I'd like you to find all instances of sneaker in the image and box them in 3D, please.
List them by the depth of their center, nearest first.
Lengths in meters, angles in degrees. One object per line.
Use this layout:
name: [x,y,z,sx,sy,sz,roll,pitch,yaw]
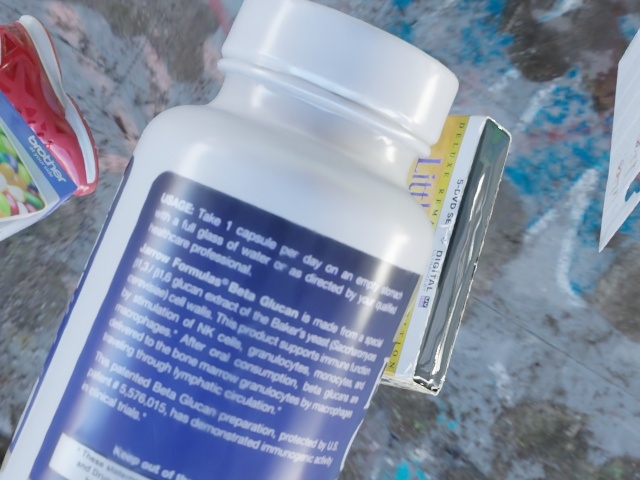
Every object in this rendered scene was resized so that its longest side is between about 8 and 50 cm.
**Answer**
sneaker: [-0.353,-0.141,1.400,0.128,0.087,0.221,-25,95,-32]

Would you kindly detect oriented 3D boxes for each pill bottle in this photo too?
pill bottle: [-0.023,0.018,0.358,0.094,0.094,0.169,23,91,-9]

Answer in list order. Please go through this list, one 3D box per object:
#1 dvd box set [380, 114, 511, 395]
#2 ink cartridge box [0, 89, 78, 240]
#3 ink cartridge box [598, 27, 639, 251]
dvd box set: [0.000,0.000,1.411,0.062,0.420,0.307,30,73,-44]
ink cartridge box: [-0.363,-0.082,1.187,0.065,0.311,0.186,-37,92,23]
ink cartridge box: [0.313,-0.123,1.067,0.066,0.189,0.232,12,59,-4]
